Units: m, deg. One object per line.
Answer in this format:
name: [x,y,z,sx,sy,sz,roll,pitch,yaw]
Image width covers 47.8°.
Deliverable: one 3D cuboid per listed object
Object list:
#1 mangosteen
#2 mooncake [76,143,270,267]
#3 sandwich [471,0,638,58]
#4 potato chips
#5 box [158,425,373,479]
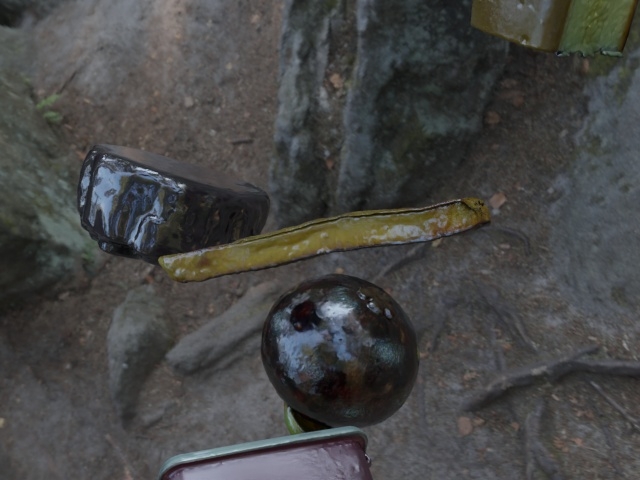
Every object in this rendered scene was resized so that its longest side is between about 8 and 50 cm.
mangosteen: [0.027,0.199,1.236,0.288,0.288,0.288,-16,62,32]
mooncake: [-0.219,-0.044,1.074,0.283,0.283,0.141,28,104,42]
sandwich: [0.227,-0.284,0.634,0.128,0.122,0.235,38,135,38]
potato chips: [0.000,0.000,0.430,0.204,0.037,0.026,-11,91,6]
box: [-0.057,0.372,0.910,0.167,0.294,0.193,-115,29,-45]
